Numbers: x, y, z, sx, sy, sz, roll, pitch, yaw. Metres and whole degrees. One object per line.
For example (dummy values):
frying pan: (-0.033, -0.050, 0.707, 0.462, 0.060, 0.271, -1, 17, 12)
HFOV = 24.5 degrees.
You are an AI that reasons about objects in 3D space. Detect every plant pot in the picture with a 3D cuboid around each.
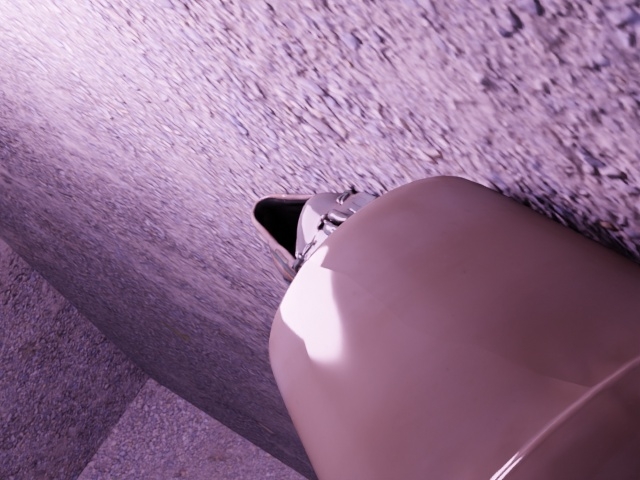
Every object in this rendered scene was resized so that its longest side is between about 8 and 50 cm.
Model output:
plant pot: (0.123, 0.115, 0.923, 0.280, 0.323, 0.323, 47, 176, 33)

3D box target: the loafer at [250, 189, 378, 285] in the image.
loafer: (0.000, 0.000, 1.204, 0.084, 0.096, 0.267, 44, 168, -12)
